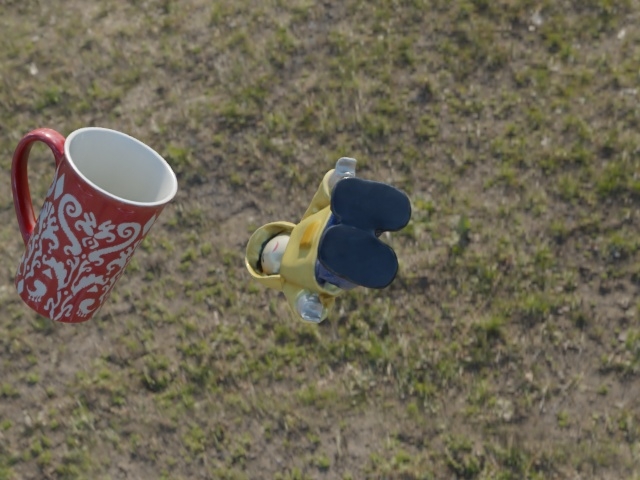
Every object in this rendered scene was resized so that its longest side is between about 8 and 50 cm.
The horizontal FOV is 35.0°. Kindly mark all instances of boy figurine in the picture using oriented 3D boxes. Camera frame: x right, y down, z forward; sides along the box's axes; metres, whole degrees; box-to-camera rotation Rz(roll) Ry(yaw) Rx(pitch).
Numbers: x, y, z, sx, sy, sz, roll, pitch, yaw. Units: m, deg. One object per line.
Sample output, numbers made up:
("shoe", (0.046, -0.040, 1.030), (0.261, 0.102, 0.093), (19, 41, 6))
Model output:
("boy figurine", (0.000, 0.000, 1.055), (0.092, 0.285, 0.177), (18, 80, -18))

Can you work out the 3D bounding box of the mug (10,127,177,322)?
("mug", (-0.234, -0.022, 0.997), (0.113, 0.169, 0.150), (-2, 44, -45))
